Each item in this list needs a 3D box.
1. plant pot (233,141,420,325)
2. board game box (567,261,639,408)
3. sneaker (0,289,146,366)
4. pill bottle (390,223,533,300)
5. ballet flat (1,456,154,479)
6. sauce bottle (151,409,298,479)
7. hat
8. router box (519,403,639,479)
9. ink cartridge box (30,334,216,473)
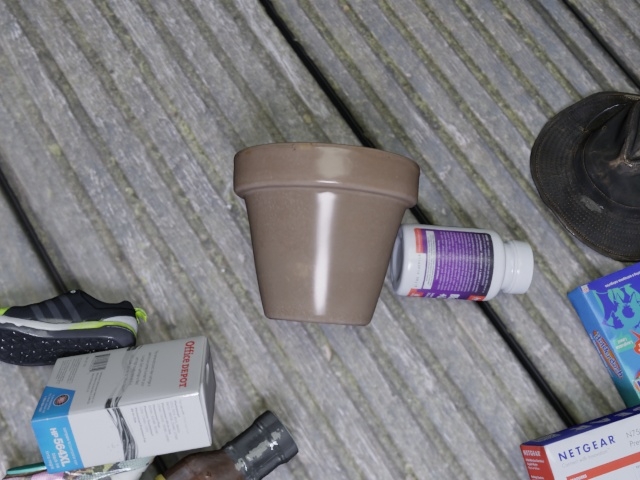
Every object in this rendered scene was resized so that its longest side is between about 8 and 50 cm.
[{"bbox_3d":[0.000,0.000,1.092,0.263,0.263,0.229,5,84,-5],"label":"plant pot"},{"bbox_3d":[0.496,0.143,1.186,0.160,0.047,0.210,-20,73,-15],"label":"board game box"},{"bbox_3d":[-0.361,0.115,1.083,0.234,0.084,0.097,6,43,-6],"label":"sneaker"},{"bbox_3d":[0.208,0.034,1.161,0.193,0.108,0.108,4,67,-6],"label":"pill bottle"},{"bbox_3d":[-0.291,0.301,1.009,0.221,0.077,0.079,-16,88,-13],"label":"ballet flat"},{"bbox_3d":[-0.179,0.345,0.979,0.344,0.111,0.111,-34,76,-18],"label":"sauce bottle"},{"bbox_3d":[0.517,-0.133,1.258,0.331,0.134,0.331,3,68,-7],"label":"hat"},{"bbox_3d":[0.476,0.371,1.046,0.335,0.082,0.301,-14,79,-13],"label":"router box"},{"bbox_3d":[-0.238,0.202,0.990,0.203,0.148,0.086,-8,112,-1],"label":"ink cartridge box"}]
